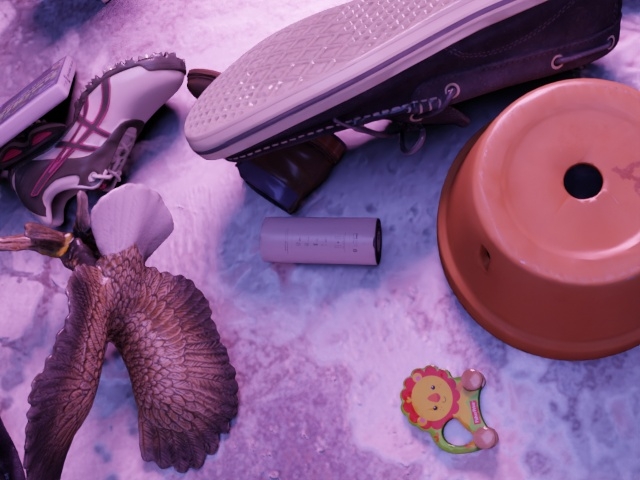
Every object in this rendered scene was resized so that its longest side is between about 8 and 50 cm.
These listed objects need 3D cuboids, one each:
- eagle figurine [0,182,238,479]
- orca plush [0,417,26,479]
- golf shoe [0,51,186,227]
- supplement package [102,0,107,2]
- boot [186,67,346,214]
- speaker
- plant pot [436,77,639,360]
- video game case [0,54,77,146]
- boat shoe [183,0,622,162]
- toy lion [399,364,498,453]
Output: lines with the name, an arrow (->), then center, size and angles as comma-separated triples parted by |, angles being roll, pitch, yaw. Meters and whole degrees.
eagle figurine -> -0.231, 0.109, 0.950 | 0.226, 0.225, 0.298 | -23, 62, -5
orca plush -> -0.453, 0.224, 1.006 | 0.151, 0.102, 0.287 | -34, 73, 2
golf shoe -> -0.262, -0.125, 1.055 | 0.273, 0.105, 0.120 | -32, 79, 14
supplement package -> -0.304, -0.405, 1.082 | 0.105, 0.179, 0.105 | -44, 72, -1
boot -> -0.089, -0.121, 1.023 | 0.219, 0.082, 0.106 | 29, 81, 15
speaker -> 0.000, 0.000, 0.989 | 0.136, 0.055, 0.055 | 0, 77, 12
plant pot -> 0.255, -0.033, 0.868 | 0.291, 0.203, 0.291 | -3, 76, 12
video game case -> -0.384, -0.151, 1.057 | 0.190, 0.173, 0.022 | -35, 116, 4
boat shoe -> 0.095, -0.183, 0.915 | 0.500, 0.156, 0.187 | -23, 35, 3
toy lion -> 0.136, 0.183, 0.933 | 0.096, 0.034, 0.100 | -15, 75, 15
